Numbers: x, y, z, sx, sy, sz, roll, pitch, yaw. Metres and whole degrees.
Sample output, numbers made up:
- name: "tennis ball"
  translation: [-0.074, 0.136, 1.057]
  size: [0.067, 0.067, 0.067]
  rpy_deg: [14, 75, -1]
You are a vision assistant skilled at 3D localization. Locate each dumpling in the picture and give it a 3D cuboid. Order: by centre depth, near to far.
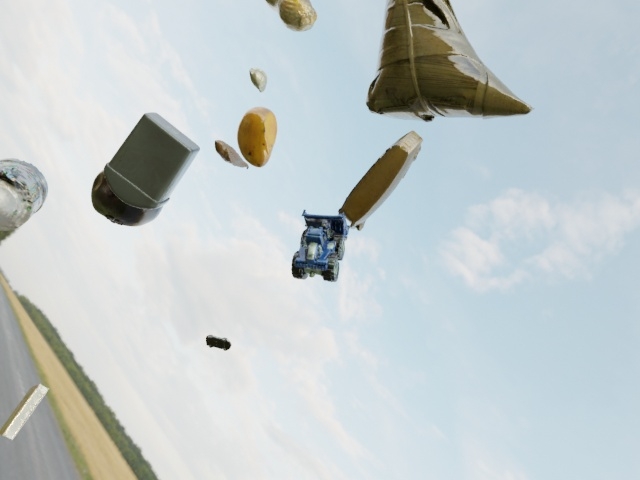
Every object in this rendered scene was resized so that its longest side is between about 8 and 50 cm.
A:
- name: "dumpling"
  translation: [-0.205, -0.544, 1.564]
  size: [0.077, 0.059, 0.043]
  rpy_deg: [53, -28, -4]

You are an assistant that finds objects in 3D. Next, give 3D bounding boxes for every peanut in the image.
- name: "peanut"
  translation: [-0.080, -0.590, 1.163]
  size: [0.207, 0.087, 0.087]
  rpy_deg: [55, -29, 30]

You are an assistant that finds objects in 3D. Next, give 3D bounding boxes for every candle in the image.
- name: "candle"
  translation: [-0.908, -0.126, 1.326]
  size: [0.330, 0.187, 0.188]
  rpy_deg: [-134, -156, -64]

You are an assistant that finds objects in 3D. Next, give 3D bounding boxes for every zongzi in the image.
- name: "zongzi"
  translation: [0.387, -0.582, 1.300]
  size: [0.466, 0.218, 0.501]
  rpy_deg: [10, -86, 31]

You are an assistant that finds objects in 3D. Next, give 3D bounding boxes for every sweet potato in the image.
- name: "sweet potato"
  translation: [-0.324, -0.304, 1.691]
  size: [0.206, 0.060, 0.068]
  rpy_deg: [30, 31, -61]

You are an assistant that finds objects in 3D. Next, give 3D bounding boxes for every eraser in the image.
- name: "eraser"
  translation: [-0.909, 0.522, 1.421]
  size: [0.038, 0.157, 0.230]
  rpy_deg: [38, -36, -20]

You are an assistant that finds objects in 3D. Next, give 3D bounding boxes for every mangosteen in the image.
- name: "mangosteen"
  translation: [-0.713, -0.202, 1.771]
  size: [0.274, 0.302, 0.275]
  rpy_deg: [17, -18, 6]

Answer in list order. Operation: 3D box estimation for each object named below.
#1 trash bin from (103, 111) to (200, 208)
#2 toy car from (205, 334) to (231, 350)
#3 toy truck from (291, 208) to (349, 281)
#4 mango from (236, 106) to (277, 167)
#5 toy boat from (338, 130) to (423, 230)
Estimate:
- name: "trash bin"
  translation: [-0.454, -0.200, 1.245]
  size: [0.176, 0.101, 0.236]
  rpy_deg: [39, -75, -7]
- name: "toy car"
  translation: [-0.328, 0.330, 1.506]
  size: [0.093, 0.025, 0.041]
  rpy_deg: [8, -68, 14]
- name: "toy truck"
  translation: [0.000, 0.000, 1.165]
  size: [0.113, 0.208, 0.126]
  rpy_deg: [4, -48, 13]
- name: "mango"
  translation: [-0.294, -0.470, 2.135]
  size: [0.190, 0.159, 0.291]
  rpy_deg: [-9, -105, 32]
- name: "toy boat"
  translation: [0.166, -0.161, 1.277]
  size: [0.089, 0.121, 0.321]
  rpy_deg: [43, -63, 11]
